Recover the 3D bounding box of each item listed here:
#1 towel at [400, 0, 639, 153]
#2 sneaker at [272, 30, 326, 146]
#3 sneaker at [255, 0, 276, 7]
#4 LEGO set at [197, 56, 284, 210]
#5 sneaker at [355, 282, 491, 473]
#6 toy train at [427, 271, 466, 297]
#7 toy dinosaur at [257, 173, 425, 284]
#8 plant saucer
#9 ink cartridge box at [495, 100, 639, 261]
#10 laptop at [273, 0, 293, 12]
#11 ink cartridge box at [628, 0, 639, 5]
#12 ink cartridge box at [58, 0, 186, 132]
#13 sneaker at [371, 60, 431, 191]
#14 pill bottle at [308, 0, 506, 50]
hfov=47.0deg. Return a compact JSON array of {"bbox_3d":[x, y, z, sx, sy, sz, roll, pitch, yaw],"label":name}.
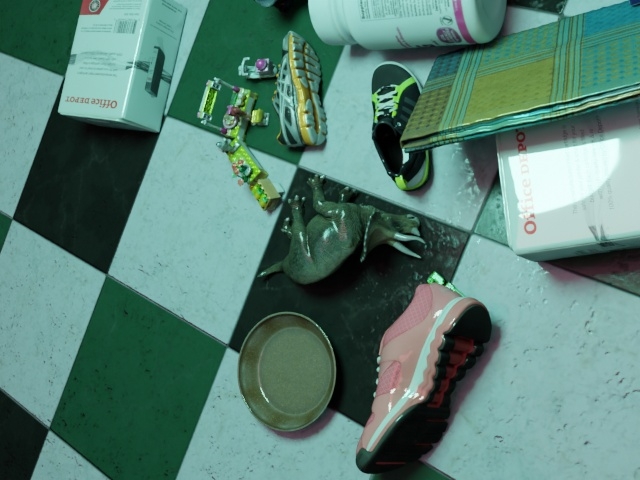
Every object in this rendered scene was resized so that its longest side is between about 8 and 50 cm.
[{"bbox_3d":[0.309,-0.233,1.015,0.370,0.040,0.271,-10,35,31],"label":"towel"},{"bbox_3d":[-0.049,-0.265,1.300,0.083,0.084,0.214,-12,77,34],"label":"sneaker"},{"bbox_3d":[-0.017,-0.480,1.250,0.262,0.104,0.125,-23,51,34],"label":"sneaker"},{"bbox_3d":[-0.150,-0.193,1.332,0.132,0.107,0.286,-8,78,30],"label":"LEGO set"},{"bbox_3d":[0.136,0.206,1.113,0.136,0.116,0.313,39,104,50],"label":"sneaker"},{"bbox_3d":[0.199,0.079,1.130,0.023,0.017,0.083,-49,61,3],"label":"toy train"},{"bbox_3d":[0.000,0.000,1.204,0.314,0.121,0.160,-28,55,20],"label":"toy dinosaur"},{"bbox_3d":[-0.052,0.221,1.247,0.199,0.036,0.198,-6,79,31],"label":"plant saucer"},{"bbox_3d":[0.395,-0.094,0.979,0.283,0.117,0.207,-10,77,29],"label":"ink cartridge box"},{"bbox_3d":[-0.096,-0.606,1.399,0.264,0.136,0.234,35,114,5],"label":"laptop"},{"bbox_3d":[0.514,-0.443,0.993,0.223,0.045,0.223,-12,57,29],"label":"ink cartridge box"},{"bbox_3d":[-0.409,-0.369,1.514,0.197,0.114,0.272,11,87,31],"label":"ink cartridge box"},{"bbox_3d":[0.123,-0.190,1.172,0.084,0.097,0.234,-21,72,27],"label":"sneaker"},{"bbox_3d":[0.134,-0.385,1.160,0.283,0.160,0.160,6,85,32],"label":"pill bottle"}]
